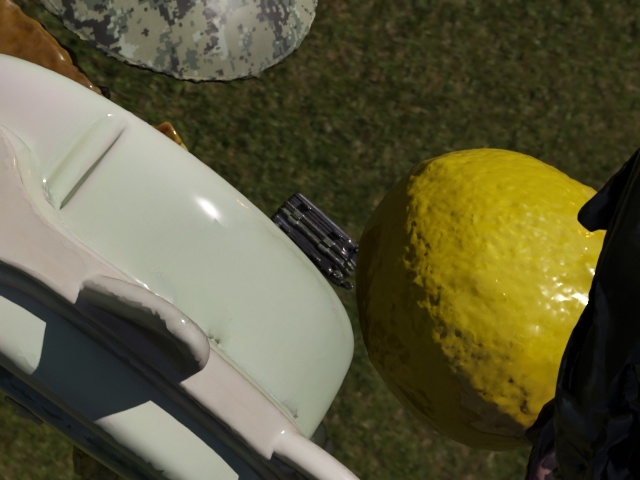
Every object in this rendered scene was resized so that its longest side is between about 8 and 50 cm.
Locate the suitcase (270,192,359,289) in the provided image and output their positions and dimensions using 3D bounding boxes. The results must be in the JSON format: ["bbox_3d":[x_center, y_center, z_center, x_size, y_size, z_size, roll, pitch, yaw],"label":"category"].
[{"bbox_3d":[0.000,0.000,1.456,0.059,0.126,0.086,-46,162,-3],"label":"suitcase"}]

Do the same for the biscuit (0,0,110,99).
[{"bbox_3d":[-0.346,-0.028,0.876,0.394,0.368,0.076,-47,174,-4],"label":"biscuit"}]

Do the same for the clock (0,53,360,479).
[{"bbox_3d":[-0.105,0.026,0.528,0.108,0.324,0.265,-54,130,-18],"label":"clock"}]

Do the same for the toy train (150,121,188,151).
[{"bbox_3d":[-0.163,0.046,1.400,0.178,0.249,0.429,-31,96,-2],"label":"toy train"}]

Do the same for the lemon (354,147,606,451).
[{"bbox_3d":[0.143,0.045,1.005,0.234,0.288,0.233,-7,140,-6],"label":"lemon"}]

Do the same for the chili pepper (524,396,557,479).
[{"bbox_3d":[0.288,0.141,0.720,0.251,0.229,0.305,-43,162,23],"label":"chili pepper"}]

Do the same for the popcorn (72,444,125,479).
[{"bbox_3d":[-0.194,0.204,1.197,0.106,0.116,0.120,37,49,-44],"label":"popcorn"}]

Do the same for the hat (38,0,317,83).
[{"bbox_3d":[-0.100,-0.260,0.883,0.266,0.265,0.128,-22,157,-34],"label":"hat"}]

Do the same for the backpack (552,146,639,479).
[{"bbox_3d":[0.185,0.009,0.505,0.258,0.133,0.206,-55,141,-18],"label":"backpack"}]
